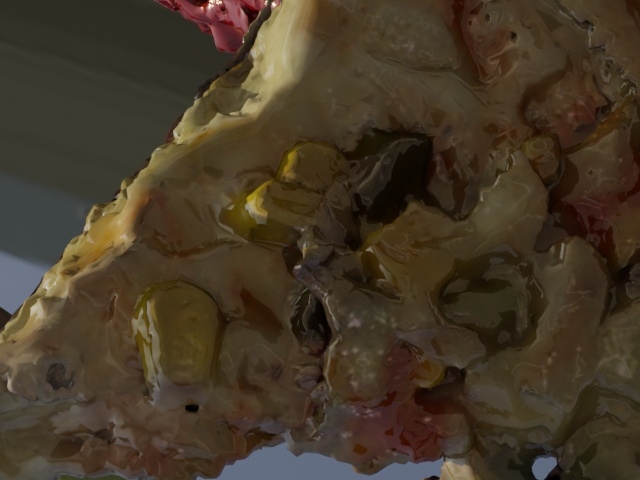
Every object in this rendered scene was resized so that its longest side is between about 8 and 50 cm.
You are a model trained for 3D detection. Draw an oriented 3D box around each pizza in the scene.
[{"bbox_3d":[0.000,0.000,0.445,0.195,0.052,0.185,-27,-105,-8],"label":"pizza"}]

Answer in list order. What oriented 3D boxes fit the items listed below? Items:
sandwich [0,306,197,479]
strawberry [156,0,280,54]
[{"bbox_3d":[-0.176,0.135,1.224,0.144,0.117,0.187,36,-177,-33],"label":"sandwich"},{"bbox_3d":[0.008,-0.103,0.596,0.236,0.190,0.111,9,-159,26],"label":"strawberry"}]
